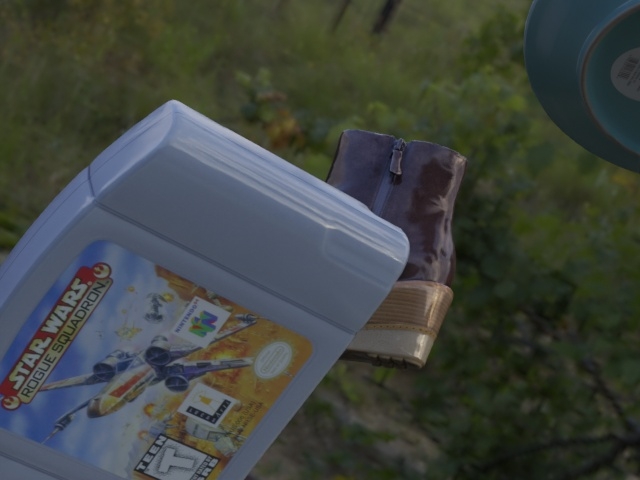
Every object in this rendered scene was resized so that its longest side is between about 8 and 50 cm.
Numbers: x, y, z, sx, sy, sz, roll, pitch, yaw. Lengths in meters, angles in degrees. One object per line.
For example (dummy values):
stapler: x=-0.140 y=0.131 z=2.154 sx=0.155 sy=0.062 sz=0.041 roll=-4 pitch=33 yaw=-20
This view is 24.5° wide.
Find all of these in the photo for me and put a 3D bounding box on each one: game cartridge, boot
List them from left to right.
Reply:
game cartridge: x=-0.108 y=0.070 z=0.889 sx=0.198 sy=0.297 sz=0.062 roll=26 pitch=22 yaw=-28
boot: x=0.000 y=0.000 z=1.310 sx=0.248 sy=0.207 sz=0.090 roll=9 pitch=-20 yaw=5

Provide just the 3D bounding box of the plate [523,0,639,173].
plate: x=0.191 y=-0.082 z=0.717 sx=0.188 sy=0.024 sz=0.188 roll=9 pitch=-37 yaw=7
